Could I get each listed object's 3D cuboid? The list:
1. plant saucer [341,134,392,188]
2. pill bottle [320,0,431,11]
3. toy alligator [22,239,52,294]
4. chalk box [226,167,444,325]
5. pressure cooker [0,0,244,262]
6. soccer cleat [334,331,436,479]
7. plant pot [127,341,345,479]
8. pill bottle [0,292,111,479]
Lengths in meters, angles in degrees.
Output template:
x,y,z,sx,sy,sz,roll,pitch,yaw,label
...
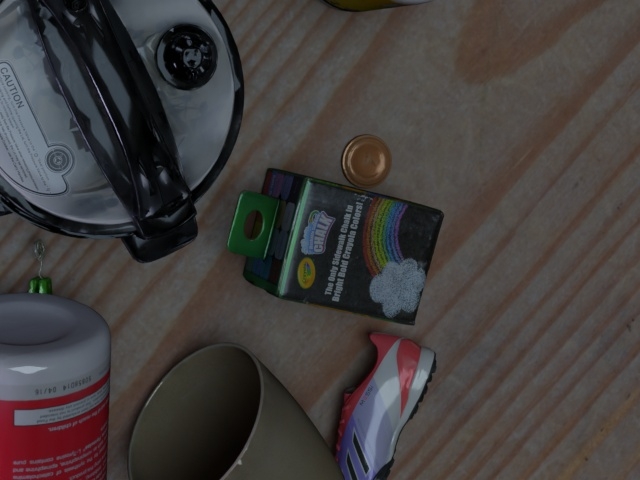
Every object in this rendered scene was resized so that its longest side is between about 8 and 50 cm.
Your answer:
x,y,z,sx,sy,sz,roll,pitch,yaw,label
0.072,-0.122,1.970,0.083,0.013,0.083,-3,98,-21,plant saucer
0.100,-0.418,1.771,0.188,0.334,0.188,-2,97,-20,pill bottle
-0.399,0.092,1.801,0.051,0.056,0.190,-5,101,21,toy alligator
0.000,0.000,1.872,0.289,0.179,0.180,14,92,-21,chalk box
-0.294,-0.193,1.606,0.370,0.420,0.375,22,89,-22,pressure cooker
0.069,0.297,1.986,0.116,0.108,0.318,25,89,-1,soccer cleat
-0.093,0.323,1.860,0.274,0.256,0.256,39,82,-37,plant pot
-0.400,0.295,1.709,0.229,0.229,0.408,-3,111,-20,pill bottle
